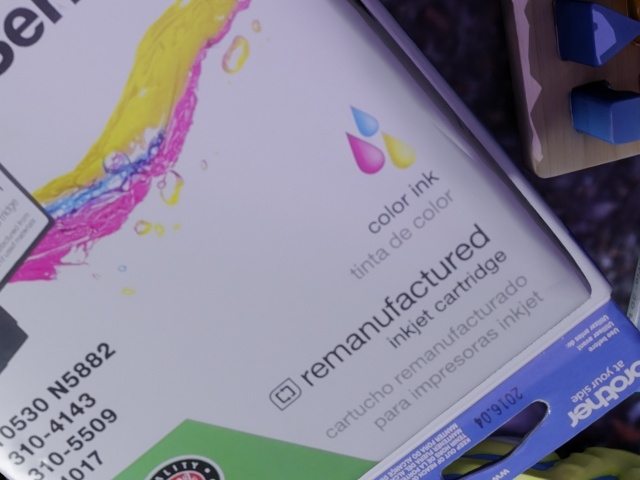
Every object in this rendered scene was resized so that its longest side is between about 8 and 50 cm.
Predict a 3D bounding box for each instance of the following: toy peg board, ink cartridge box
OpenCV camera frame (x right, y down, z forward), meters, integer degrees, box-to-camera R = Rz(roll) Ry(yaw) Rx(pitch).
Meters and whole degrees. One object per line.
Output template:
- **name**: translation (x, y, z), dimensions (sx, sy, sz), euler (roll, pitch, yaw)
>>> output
- **toy peg board**: translation (0.163, -0.115, 0.441), dimensions (0.160, 0.079, 0.161), euler (-15, 108, -9)
- **ink cartridge box**: translation (0.000, 0.000, 0.502), dimensions (0.185, 0.065, 0.311), euler (-40, 108, 10)
- **ink cartridge box**: translation (-0.074, -0.034, 0.386), dimensions (0.201, 0.117, 0.278), euler (-40, 109, 10)

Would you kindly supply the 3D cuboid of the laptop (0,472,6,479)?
- **laptop**: translation (-0.308, 0.092, 0.535), dimensions (0.264, 0.136, 0.234), euler (14, 112, 16)

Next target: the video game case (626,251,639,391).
- **video game case**: translation (0.224, 0.004, 0.552), dimensions (0.119, 0.015, 0.166), euler (2, 112, -7)

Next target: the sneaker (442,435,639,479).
- **sneaker**: translation (0.140, 0.167, 0.551), dimensions (0.240, 0.126, 0.091), euler (-3, 113, -5)
